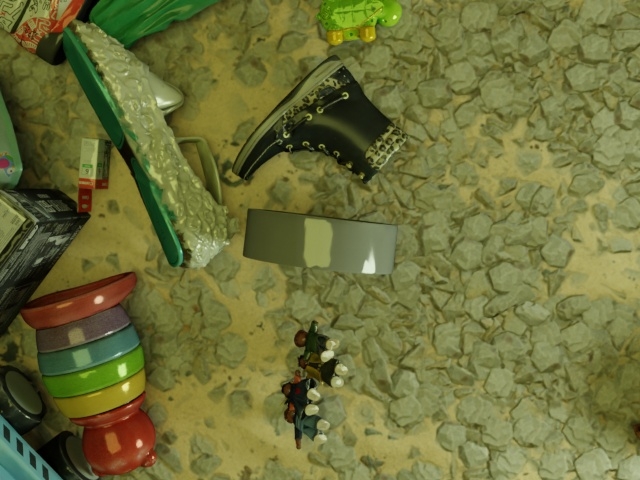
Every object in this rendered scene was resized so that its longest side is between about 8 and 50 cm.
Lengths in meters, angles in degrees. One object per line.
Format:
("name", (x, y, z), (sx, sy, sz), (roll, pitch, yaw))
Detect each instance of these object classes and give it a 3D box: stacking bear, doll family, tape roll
("stacking bear", (-0.334, 0.215, 1.337), (0.176, 0.164, 0.288), (-16, 97, 4))
("doll family", (-0.018, 0.222, 1.345), (0.076, 0.111, 0.193), (26, 81, -32))
("tape roll", (0.000, 0.000, 1.271), (0.219, 0.219, 0.072), (7, 92, 2))

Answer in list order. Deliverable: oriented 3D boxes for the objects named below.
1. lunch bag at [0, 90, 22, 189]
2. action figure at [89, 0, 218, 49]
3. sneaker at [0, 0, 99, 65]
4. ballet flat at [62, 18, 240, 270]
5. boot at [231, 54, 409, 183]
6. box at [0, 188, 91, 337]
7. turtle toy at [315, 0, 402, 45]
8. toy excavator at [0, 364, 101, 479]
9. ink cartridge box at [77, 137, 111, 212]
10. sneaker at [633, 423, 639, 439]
("lunch bag", (-0.573, -0.165, 1.269), (0.223, 0.160, 0.262), (-4, 59, -34))
("action figure", (-0.267, -0.360, 1.332), (0.232, 0.063, 0.137), (-34, 112, 15))
("sneaker", (-0.393, -0.414, 1.329), (0.145, 0.090, 0.270), (34, 97, -2))
("ballet flat", (-0.248, -0.152, 1.336), (0.147, 0.147, 0.408), (-25, 95, 4))
("boot", (-0.001, -0.139, 1.331), (0.178, 0.085, 0.236), (44, 94, -3))
("box", (-0.486, 0.064, 1.287), (0.076, 0.242, 0.307), (37, 95, 0))
("turtle toy", (0.058, -0.341, 1.324), (0.130, 0.066, 0.095), (-4, 93, 2))
("toy excavator", (-0.511, 0.337, 1.166), (0.222, 0.445, 0.433), (-35, 109, 3))
("ink cartridge box", (-0.349, -0.100, 1.359), (0.029, 0.063, 0.115), (5, 94, 4))
("sneaker", (0.584, 0.208, 1.312), (0.123, 0.106, 0.290), (35, 96, -2))
